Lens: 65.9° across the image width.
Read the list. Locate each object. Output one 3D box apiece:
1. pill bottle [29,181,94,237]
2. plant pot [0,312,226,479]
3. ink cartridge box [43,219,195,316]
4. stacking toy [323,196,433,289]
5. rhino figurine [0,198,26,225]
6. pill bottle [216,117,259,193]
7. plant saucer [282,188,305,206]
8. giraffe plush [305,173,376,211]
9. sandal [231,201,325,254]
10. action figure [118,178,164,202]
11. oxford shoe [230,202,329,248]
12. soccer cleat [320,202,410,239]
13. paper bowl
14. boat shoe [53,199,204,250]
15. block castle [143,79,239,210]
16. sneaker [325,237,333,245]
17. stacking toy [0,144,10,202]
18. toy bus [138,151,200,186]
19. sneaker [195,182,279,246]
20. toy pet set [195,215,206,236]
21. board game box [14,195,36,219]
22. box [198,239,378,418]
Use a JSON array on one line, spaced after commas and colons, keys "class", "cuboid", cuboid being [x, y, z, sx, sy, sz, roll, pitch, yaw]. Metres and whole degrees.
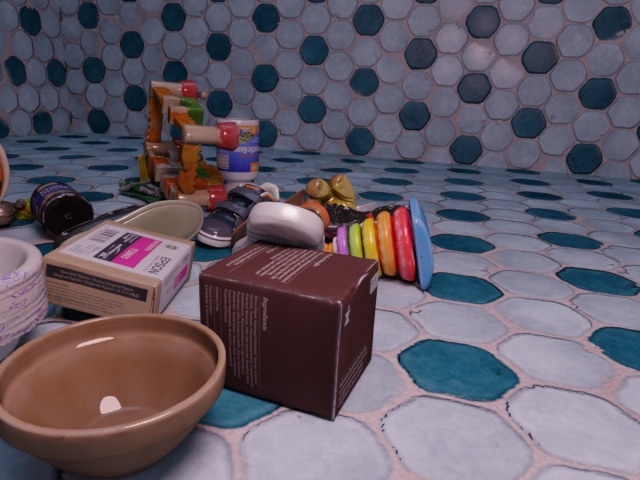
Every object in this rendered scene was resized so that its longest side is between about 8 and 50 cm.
[{"class": "pill bottle", "cuboid": [-0.685, -0.086, 1.293, 0.122, 0.123, 0.219, -11, 22, -38]}, {"class": "plant pot", "cuboid": [-0.224, 0.180, 0.549, 0.237, 0.110, 0.237, 3, 17, -1]}, {"class": "ink cartridge box", "cuboid": [-0.359, 0.052, 0.911, 0.193, 0.088, 0.235, 14, 18, -3]}, {"class": "stacking toy", "cuboid": [0.089, 0.020, 1.087, 0.301, 0.175, 0.166, -9, 21, 10]}, {"class": "rhino figurine", "cuboid": [-0.924, -0.074, 1.301, 0.243, 0.073, 0.106, -1, 15, -8]}, {"class": "pill bottle", "cuboid": [-0.295, -0.297, 1.768, 0.152, 0.272, 0.152, 2, 17, -1]}, {"class": "plant saucer", "cuboid": [-0.105, -0.055, 1.272, 0.036, 0.198, 0.198, 50, 26, 1]}, {"class": "giraffe plush", "cuboid": [0.026, -0.102, 1.411, 0.210, 0.182, 0.170, 4, 8, -26]}, {"class": "sandal", "cuboid": [-0.063, -0.008, 0.914, 0.169, 0.102, 0.416, 19, -15, -10]}, {"class": "action figure", "cuboid": [-0.620, -0.180, 1.707, 0.232, 0.064, 0.137, 10, 21, 30]}, {"class": "oxford shoe", "cuboid": [-0.115, -0.018, 1.116, 0.271, 0.097, 0.098, -18, 13, 33]}, {"class": "soccer cleat", "cuboid": [0.088, -0.021, 1.212, 0.317, 0.117, 0.109, -2, 36, -18]}, {"class": "paper bowl", "cuboid": [-0.540, 0.100, 0.688, 0.283, 0.148, 0.284, 3, 17, -1]}, {"class": "boat shoe", "cuboid": [-0.432, -0.021, 1.121, 0.113, 0.127, 0.340, 21, 38, 39]}, {"class": "block castle", "cuboid": [-0.413, -0.314, 1.610, 0.212, 0.303, 0.453, -5, 36, -33]}, {"class": "sneaker", "cuboid": [0.000, 0.003, 1.236, 0.089, 0.051, 0.170, -2, 15, -1]}, {"class": "stacking toy", "cuboid": [-0.798, -0.043, 0.995, 0.350, 0.351, 0.480, -10, 41, -36]}, {"class": "toy bus", "cuboid": [-0.596, -0.277, 1.915, 0.220, 0.150, 0.211, -8, 4, -36]}, {"class": "sneaker", "cuboid": [-0.216, -0.083, 1.329, 0.126, 0.128, 0.321, 22, 24, 15]}, {"class": "toy pet set", "cuboid": [-0.367, -0.053, 1.333, 0.114, 0.065, 0.122, 15, 22, 34]}, {"class": "board game box", "cuboid": [-0.816, -0.106, 1.464, 0.092, 0.043, 0.181, 1, 18, -4]}, {"class": "box", "cuboid": [-0.041, 0.111, 0.697, 0.203, 0.167, 0.168, 10, 18, 21]}]
